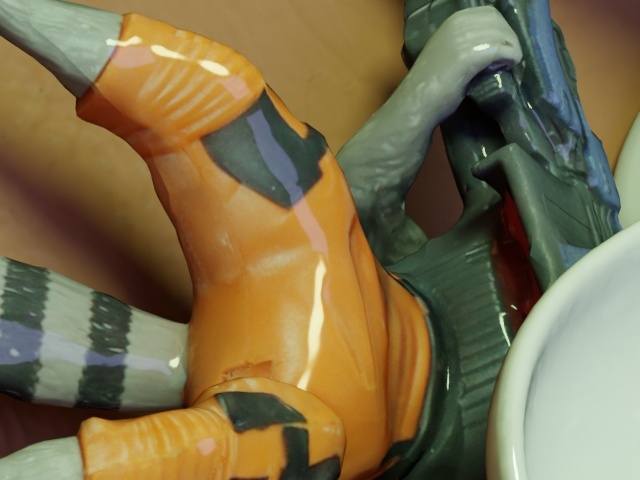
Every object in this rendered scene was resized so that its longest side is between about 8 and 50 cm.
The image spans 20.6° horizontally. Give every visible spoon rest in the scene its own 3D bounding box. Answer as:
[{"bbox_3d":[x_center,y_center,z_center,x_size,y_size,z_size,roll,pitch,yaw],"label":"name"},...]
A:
[{"bbox_3d":[0.124,0.023,0.495,0.137,0.084,0.276,39,44,-11],"label":"spoon rest"}]

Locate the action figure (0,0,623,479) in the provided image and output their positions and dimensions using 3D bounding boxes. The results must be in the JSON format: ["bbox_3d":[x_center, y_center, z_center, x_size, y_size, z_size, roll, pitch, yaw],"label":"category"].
[{"bbox_3d":[0.000,0.000,0.593,0.330,0.178,0.341,25,45,-37],"label":"action figure"}]

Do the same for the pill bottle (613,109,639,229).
[{"bbox_3d":[0.261,0.018,0.739,0.264,0.153,0.153,30,67,-28],"label":"pill bottle"}]
